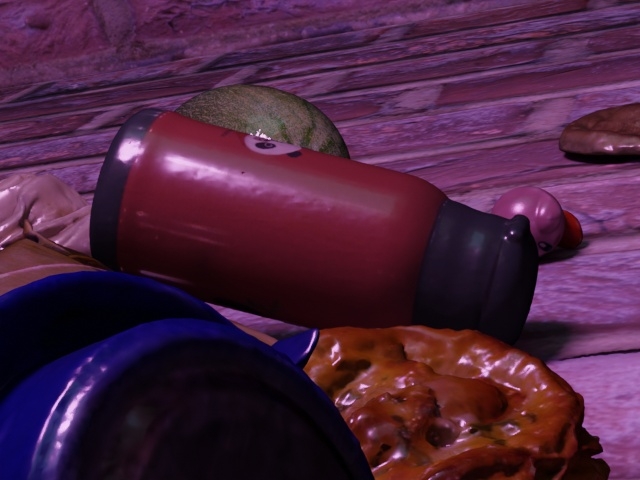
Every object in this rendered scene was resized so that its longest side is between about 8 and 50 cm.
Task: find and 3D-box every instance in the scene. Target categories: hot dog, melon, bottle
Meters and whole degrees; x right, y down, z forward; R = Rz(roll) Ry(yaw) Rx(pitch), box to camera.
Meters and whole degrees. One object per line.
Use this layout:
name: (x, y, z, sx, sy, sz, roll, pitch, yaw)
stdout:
hot dog: (0.023, 0.135, 0.794, 0.272, 0.122, 0.196, -18, 29, -32)
melon: (-0.079, -0.071, 1.516, 0.182, 0.182, 0.287, -19, 18, -25)
bottle: (0.000, 0.000, 1.135, 0.336, 0.144, 0.144, 14, 21, 13)

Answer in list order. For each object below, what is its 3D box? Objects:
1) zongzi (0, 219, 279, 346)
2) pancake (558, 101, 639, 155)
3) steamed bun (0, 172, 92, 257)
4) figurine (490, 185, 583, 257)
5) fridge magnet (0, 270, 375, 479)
zongzi: (-0.194, 0.114, 1.003, 0.317, 0.154, 0.289, 8, 31, 42)
pancake: (0.389, -0.135, 1.672, 0.236, 0.042, 0.222, 2, 18, 39)
steamed bun: (-0.284, 0.005, 1.457, 0.211, 0.144, 0.218, -16, 16, -19)
figurine: (0.185, -0.015, 1.332, 0.083, 0.067, 0.071, -21, -12, 31)
fridge magnet: (-0.059, 0.137, 0.571, 0.112, 0.265, 0.265, -24, 5, 37)
